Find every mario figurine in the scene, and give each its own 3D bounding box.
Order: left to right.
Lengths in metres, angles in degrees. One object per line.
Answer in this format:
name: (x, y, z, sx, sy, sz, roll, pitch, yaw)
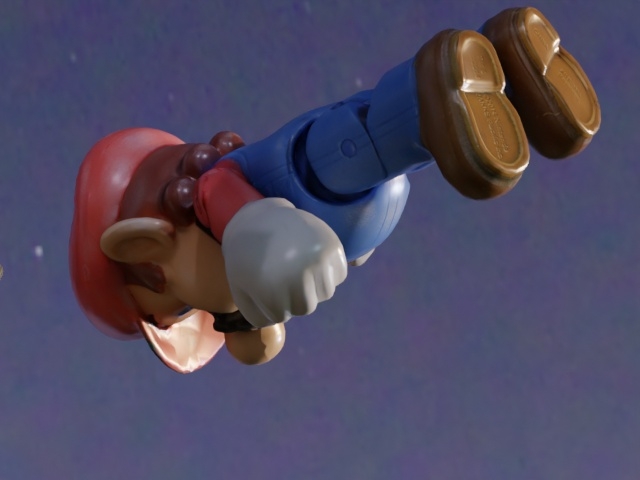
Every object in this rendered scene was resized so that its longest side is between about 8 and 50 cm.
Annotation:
mario figurine: (0.000, 0.000, 1.041, 0.320, 0.170, 0.198, -23, -34, 39)

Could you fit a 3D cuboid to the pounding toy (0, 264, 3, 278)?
pounding toy: (-0.256, 0.035, 0.930, 0.155, 0.269, 0.154, 8, -40, -39)
